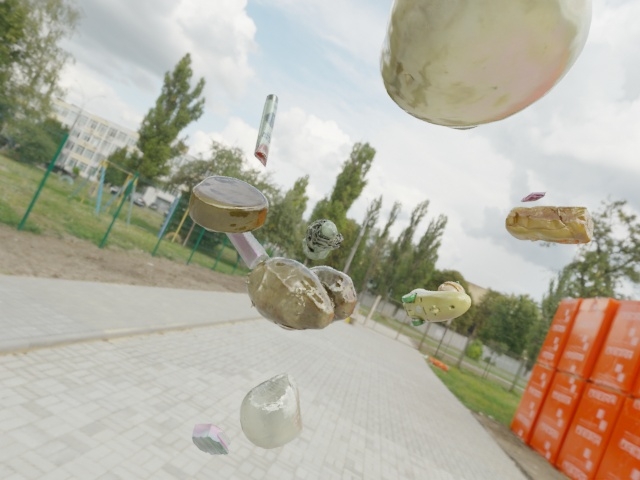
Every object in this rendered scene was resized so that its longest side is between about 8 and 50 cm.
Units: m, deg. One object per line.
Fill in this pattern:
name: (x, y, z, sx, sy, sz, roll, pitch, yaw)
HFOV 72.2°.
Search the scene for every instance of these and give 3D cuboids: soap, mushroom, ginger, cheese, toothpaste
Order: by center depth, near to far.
mushroom: (0.247, -0.364, 0.765, 0.353, 0.325, 0.353, 42, 19, -18)
ginger: (-0.026, 0.136, 1.110, 0.244, 0.155, 0.304, 18, 3, 38)
toothpaste: (-0.154, -0.317, 1.247, 0.039, 0.239, 0.062, -6, -30, 23)
cheese: (-0.139, 0.504, 1.272, 0.189, 0.198, 0.154, -12, 9, -29)
soap: (-0.393, 0.707, 1.564, 0.100, 0.056, 0.149, -9, -50, 11)

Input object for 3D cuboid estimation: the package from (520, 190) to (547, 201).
package: (0.760, -0.156, 1.559, 0.083, 0.059, 0.029, -17, -79, 42)

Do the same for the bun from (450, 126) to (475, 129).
bun: (0.401, -0.425, 1.122, 0.175, 0.263, 0.263, -20, 25, -34)

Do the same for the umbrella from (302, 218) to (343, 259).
umbrella: (0.000, 0.000, 0.808, 0.067, 0.062, 0.143, 30, -23, -4)

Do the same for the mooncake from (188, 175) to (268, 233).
mooncake: (-0.273, -0.102, 1.330, 0.234, 0.117, 0.235, 16, 25, -8)

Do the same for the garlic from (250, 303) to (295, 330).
garlic: (-0.098, 0.198, 1.467, 0.207, 0.207, 0.256, 23, 8, 25)

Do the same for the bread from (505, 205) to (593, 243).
bread: (0.885, -0.062, 1.709, 0.294, 0.132, 0.166, 4, -8, 43)

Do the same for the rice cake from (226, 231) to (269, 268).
rice cake: (-0.286, -0.031, 1.502, 0.056, 0.073, 0.365, -1, 43, -46)

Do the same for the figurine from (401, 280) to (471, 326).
figurine: (0.462, 0.236, 1.701, 0.222, 0.124, 0.324, -20, 0, -28)
